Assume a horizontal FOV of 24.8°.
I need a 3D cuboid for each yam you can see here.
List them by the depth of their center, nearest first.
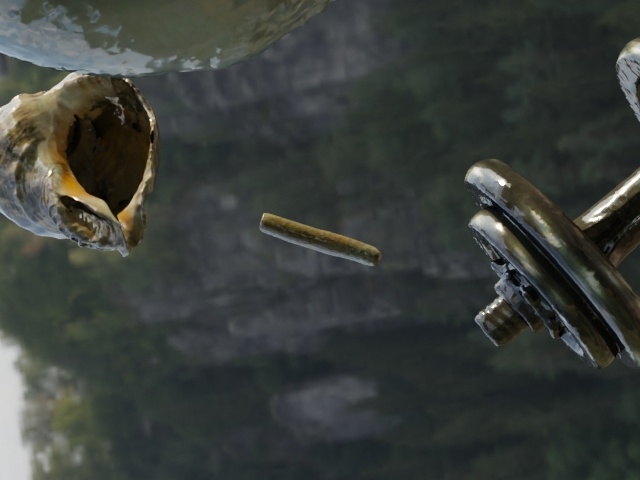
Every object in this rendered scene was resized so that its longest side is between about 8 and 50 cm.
[{"bbox_3d":[0.000,0.000,1.309,0.021,0.116,0.021,18,-90,-76],"label":"yam"}]

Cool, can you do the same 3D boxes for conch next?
[{"bbox_3d":[-0.196,-0.065,1.192,0.207,0.130,0.155,43,116,48],"label":"conch"}]

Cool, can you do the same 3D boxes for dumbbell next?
[{"bbox_3d":[0.227,-0.027,1.040,0.192,0.290,0.192,50,180,0],"label":"dumbbell"}]

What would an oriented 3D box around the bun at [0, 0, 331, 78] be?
[{"bbox_3d":[-0.119,-0.260,0.851,0.194,0.355,0.354,144,117,-66],"label":"bun"}]
